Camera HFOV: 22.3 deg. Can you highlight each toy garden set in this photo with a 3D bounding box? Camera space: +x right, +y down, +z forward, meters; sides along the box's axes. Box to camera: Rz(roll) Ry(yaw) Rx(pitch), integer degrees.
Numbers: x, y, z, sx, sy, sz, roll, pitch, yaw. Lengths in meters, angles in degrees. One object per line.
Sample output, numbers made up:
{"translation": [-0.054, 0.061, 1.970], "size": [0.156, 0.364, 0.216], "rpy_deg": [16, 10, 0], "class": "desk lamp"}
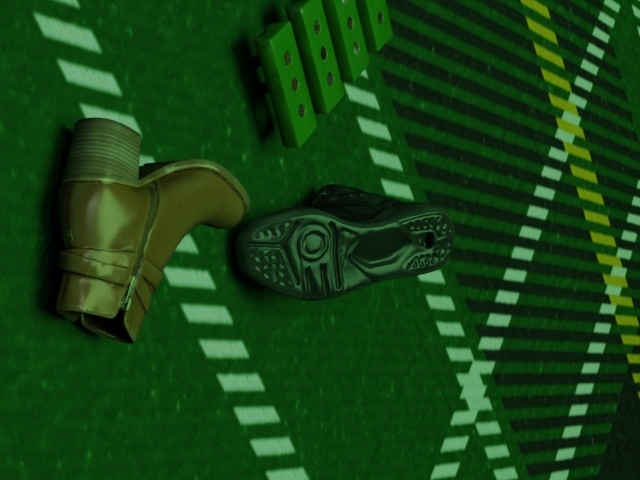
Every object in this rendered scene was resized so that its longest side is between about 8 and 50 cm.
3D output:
{"translation": [-0.017, -0.233, 1.531], "size": [0.244, 0.049, 0.203], "rpy_deg": [-53, 136, -50], "class": "toy garden set"}

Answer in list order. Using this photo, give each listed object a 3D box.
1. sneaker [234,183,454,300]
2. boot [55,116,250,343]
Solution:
{"translation": [0.000, 0.000, 1.518], "size": [0.228, 0.130, 0.087], "rpy_deg": [-10, 103, -35], "class": "sneaker"}
{"translation": [-0.133, 0.006, 1.256], "size": [0.197, 0.073, 0.152], "rpy_deg": [23, 66, -48], "class": "boot"}
